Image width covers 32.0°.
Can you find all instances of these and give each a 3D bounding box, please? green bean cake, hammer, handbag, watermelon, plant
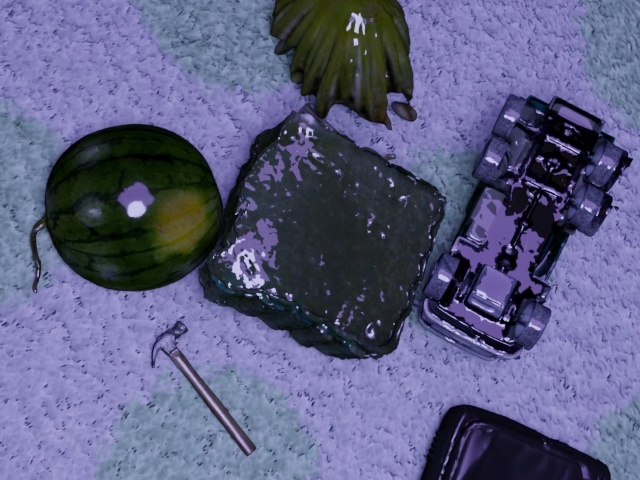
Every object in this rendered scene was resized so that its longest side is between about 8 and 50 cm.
[{"bbox_3d":[0.000,0.000,1.344,0.255,0.132,0.241,26,75,-18],"label":"green bean cake"},{"bbox_3d":[-0.140,0.187,1.349,0.062,0.017,0.182,-37,89,-17],"label":"hammer"},{"bbox_3d":[0.223,0.360,1.367,0.244,0.088,0.275,25,72,-11],"label":"handbag"},{"bbox_3d":[-0.229,-0.044,1.322,0.232,0.127,0.204,-1,82,-8],"label":"watermelon"},{"bbox_3d":[0.069,-0.303,1.354,0.180,0.333,0.251,-28,73,-32],"label":"plant"}]

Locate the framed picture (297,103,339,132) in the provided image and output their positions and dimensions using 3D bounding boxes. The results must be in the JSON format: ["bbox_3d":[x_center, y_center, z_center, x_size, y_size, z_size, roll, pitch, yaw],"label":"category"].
[{"bbox_3d":[-0.006,-0.128,1.454,0.089,0.006,0.066,43,73,-2],"label":"framed picture"}]

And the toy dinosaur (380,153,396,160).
[{"bbox_3d":[0.052,-0.093,1.441,0.180,0.037,0.058,15,95,-8],"label":"toy dinosaur"}]

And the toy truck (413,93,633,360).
[{"bbox_3d":[0.253,-0.022,1.402,0.177,0.178,0.363,27,73,3],"label":"toy truck"}]
